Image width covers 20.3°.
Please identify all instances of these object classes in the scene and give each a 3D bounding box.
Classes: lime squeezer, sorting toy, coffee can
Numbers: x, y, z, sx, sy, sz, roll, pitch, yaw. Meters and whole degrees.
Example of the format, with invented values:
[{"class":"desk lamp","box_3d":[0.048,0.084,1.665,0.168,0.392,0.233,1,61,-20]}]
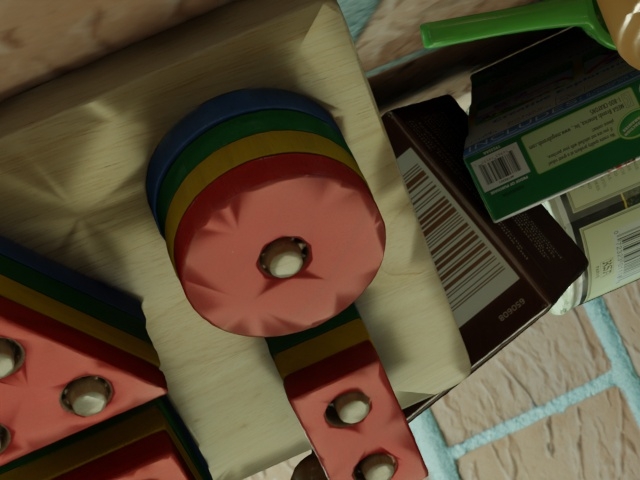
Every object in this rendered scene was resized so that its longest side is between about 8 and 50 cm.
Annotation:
[{"class":"lime squeezer","box_3d":[0.165,-0.146,1.089,0.110,0.059,0.310,8,-168,23]},{"class":"sorting toy","box_3d":[-0.069,0.048,0.798,0.257,0.089,0.255,-24,133,0]},{"class":"coffee can","box_3d":[0.292,-0.078,1.572,0.275,0.201,0.201,-22,176,-10]}]

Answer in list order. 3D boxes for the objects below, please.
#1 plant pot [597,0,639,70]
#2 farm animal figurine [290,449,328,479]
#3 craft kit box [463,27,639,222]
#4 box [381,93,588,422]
[{"class":"plant pot","box_3d":[0.287,-0.091,0.847,0.291,0.203,0.291,-12,167,-3]},{"class":"farm animal figurine","box_3d":[-0.141,0.138,1.102,0.330,0.172,0.327,16,-142,30]},{"class":"craft kit box","box_3d":[0.219,-0.117,1.204,0.250,0.061,0.246,-24,-164,14]},{"class":"box","box_3d":[0.062,0.017,1.242,0.167,0.168,0.203,-41,175,16]}]
